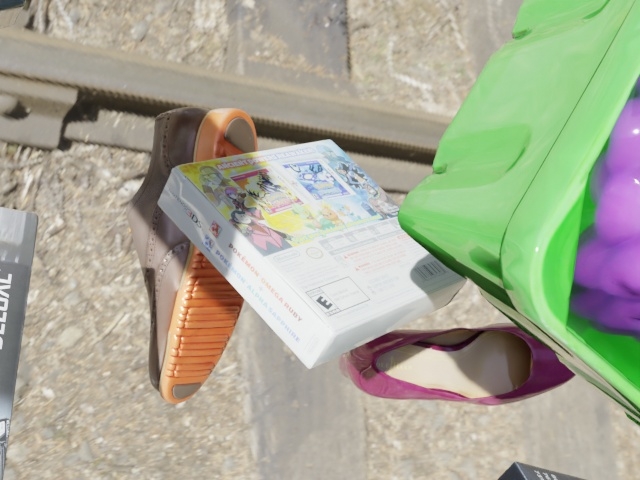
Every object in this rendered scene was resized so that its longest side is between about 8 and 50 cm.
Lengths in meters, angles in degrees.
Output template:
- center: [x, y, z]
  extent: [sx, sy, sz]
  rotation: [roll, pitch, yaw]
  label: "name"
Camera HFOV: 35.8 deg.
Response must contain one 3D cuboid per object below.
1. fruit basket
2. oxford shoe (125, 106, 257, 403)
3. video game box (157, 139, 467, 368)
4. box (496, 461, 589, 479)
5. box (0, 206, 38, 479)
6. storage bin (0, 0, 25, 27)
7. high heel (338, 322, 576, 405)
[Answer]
- center: [0.278, 0.003, 0.477]
  extent: [0.392, 0.392, 0.283]
  rotation: [34, 79, -14]
  label: "fruit basket"
- center: [-0.171, 0.015, 1.224]
  extent: [0.130, 0.133, 0.363]
  rotation: [16, 83, -64]
  label: "oxford shoe"
- center: [0.000, 0.000, 0.808]
  extent: [0.187, 0.048, 0.205]
  rotation: [48, 34, 20]
  label: "video game box"
- center: [0.310, 0.381, 1.235]
  extent: [0.207, 0.108, 0.153]
  rotation: [22, 25, -34]
  label: "box"
- center: [-0.328, 0.137, 0.881]
  extent: [0.077, 0.307, 0.242]
  rotation: [11, 63, -22]
  label: "box"
- center: [-0.238, -0.195, 0.681]
  extent: [0.098, 0.135, 0.091]
  rotation: [-16, 100, -19]
  label: "storage bin"
- center: [0.219, 0.180, 1.401]
  extent: [0.377, 0.181, 0.127]
  rotation: [-3, 85, -11]
  label: "high heel"
